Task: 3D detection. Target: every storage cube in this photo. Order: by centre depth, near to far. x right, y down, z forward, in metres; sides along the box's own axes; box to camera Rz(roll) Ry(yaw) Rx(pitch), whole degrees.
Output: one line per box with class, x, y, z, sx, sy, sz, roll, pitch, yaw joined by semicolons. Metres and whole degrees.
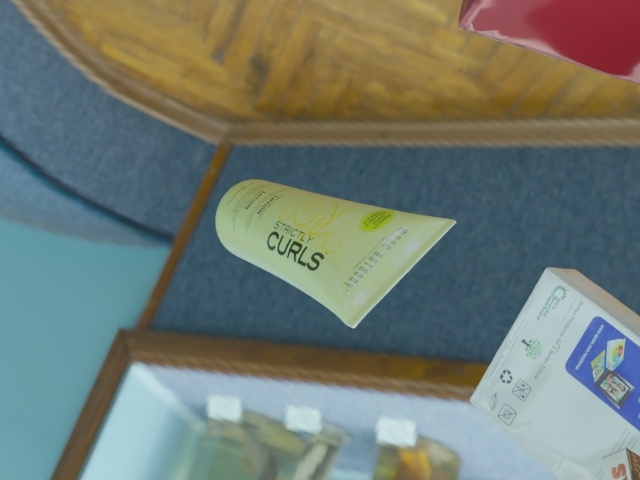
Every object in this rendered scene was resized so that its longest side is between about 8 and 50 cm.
storage cube;0.245;-0.268;1.148;0.215;0.183;0.193;15;156;-12

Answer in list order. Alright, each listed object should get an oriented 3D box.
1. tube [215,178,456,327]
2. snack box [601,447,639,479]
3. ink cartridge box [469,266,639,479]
tube;0.000;0.000;0.933;0.062;0.070;0.240;5;-172;-26
snack box;0.202;0.212;0.808;0.022;0.178;0.064;-30;134;31
ink cartridge box;0.301;0.181;1.272;0.065;0.165;0.333;6;-151;-49
